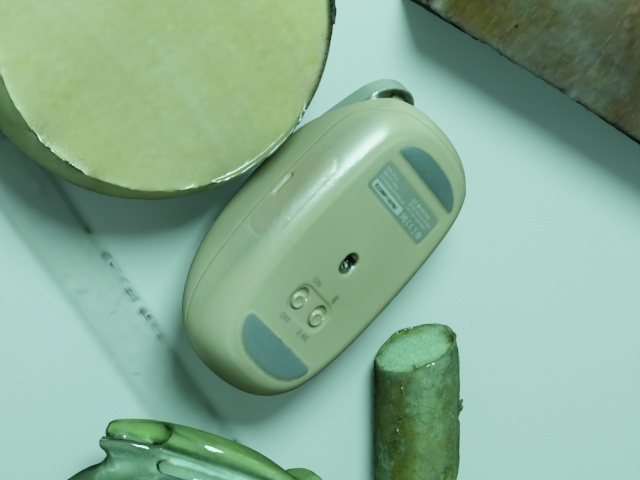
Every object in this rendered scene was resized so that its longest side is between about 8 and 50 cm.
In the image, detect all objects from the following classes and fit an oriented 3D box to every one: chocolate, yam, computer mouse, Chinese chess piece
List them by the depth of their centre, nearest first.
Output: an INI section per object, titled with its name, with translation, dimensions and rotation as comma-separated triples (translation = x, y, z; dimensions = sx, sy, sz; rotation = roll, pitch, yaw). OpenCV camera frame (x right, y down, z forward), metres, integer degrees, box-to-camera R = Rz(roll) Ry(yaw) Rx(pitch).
[Chinese chess piece]
translation = -0.113, -0.151, 1.115
dimensions = 0.250, 0.103, 0.250
rotation = -4, 101, -20
[computer mouse]
translation = 0.000, 0.000, 1.178
dimensions = 0.236, 0.082, 0.145
rotation = -50, 133, -5
[chocolate]
translation = 0.213, -0.145, 1.240
dimensions = 0.321, 0.112, 0.112
rotation = 28, 96, -23
[yam]
translation = 0.073, 0.138, 1.248
dimensions = 0.070, 0.070, 0.146
rotation = -5, 98, -20

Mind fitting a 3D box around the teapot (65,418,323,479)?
[teapot]
translation = -0.068, 0.255, 1.129
dimensions = 0.321, 0.239, 0.239
rotation = 22, 77, -17
